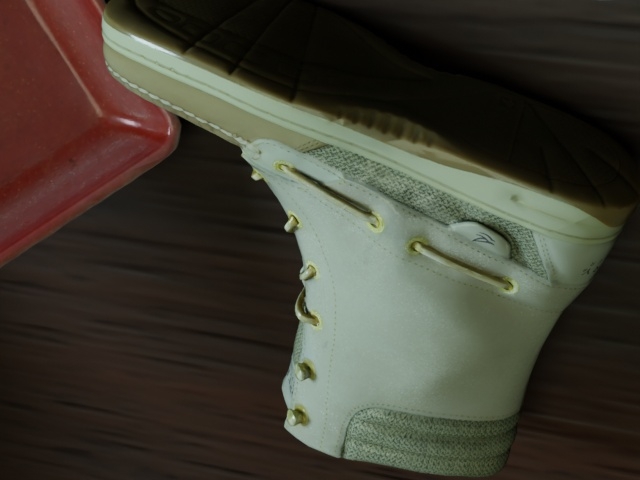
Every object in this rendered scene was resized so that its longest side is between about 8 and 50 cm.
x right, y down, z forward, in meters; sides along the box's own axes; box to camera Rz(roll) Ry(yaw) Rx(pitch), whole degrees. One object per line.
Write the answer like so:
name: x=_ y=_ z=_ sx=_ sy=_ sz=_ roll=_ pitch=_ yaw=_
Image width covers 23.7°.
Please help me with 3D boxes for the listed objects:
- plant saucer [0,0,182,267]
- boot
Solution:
plant saucer: x=-0.228 y=-0.078 z=0.599 sx=0.258 sy=0.048 sz=0.259 roll=-35 pitch=105 yaw=-10
boot: x=0.000 y=0.000 z=0.608 sx=0.213 sy=0.077 sz=0.165 roll=23 pitch=127 yaw=6
